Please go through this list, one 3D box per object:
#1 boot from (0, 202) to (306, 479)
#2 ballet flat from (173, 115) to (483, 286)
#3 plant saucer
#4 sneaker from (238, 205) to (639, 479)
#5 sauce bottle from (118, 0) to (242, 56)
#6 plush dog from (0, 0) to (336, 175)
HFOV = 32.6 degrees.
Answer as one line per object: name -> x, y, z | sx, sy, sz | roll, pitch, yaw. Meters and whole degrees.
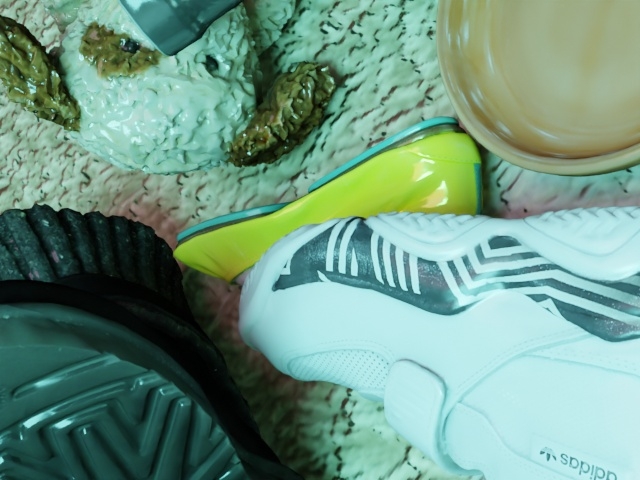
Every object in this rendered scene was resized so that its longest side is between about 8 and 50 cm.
boot -> -0.140, 0.059, 0.599 | 0.131, 0.348, 0.260 | -34, 56, -1
ballet flat -> 0.000, 0.000, 0.660 | 0.231, 0.077, 0.077 | -22, 81, 35
plant saucer -> 0.150, -0.128, 0.574 | 0.200, 0.037, 0.200 | -12, 72, 40
sneaker -> 0.095, 0.100, 0.479 | 0.365, 0.137, 0.210 | -2, 74, 39
sauce bottle -> 0.037, -0.222, 0.584 | 0.344, 0.111, 0.111 | -35, 55, 7
plush dog -> -0.108, -0.146, 0.721 | 0.211, 0.262, 0.225 | 119, 155, -60
